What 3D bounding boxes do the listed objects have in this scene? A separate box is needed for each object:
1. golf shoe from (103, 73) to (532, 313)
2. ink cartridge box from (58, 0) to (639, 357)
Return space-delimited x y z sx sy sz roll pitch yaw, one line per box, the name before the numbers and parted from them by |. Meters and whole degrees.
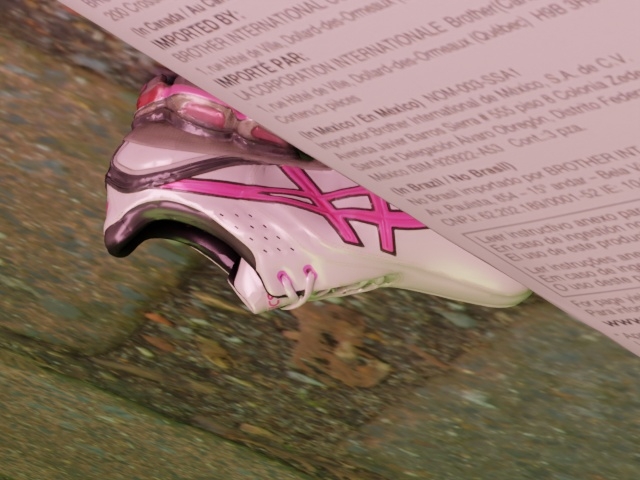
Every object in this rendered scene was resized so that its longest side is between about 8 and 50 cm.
golf shoe | 0.000 0.000 0.798 0.186 0.086 0.067 18 160 2
ink cartridge box | 0.101 -0.087 0.349 0.395 0.151 0.270 28 159 -27
